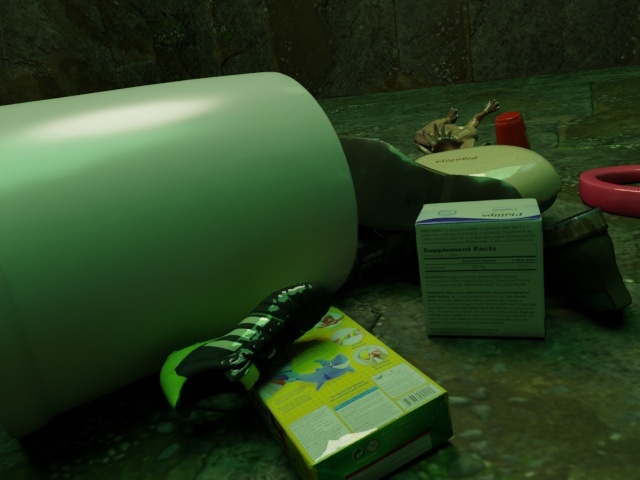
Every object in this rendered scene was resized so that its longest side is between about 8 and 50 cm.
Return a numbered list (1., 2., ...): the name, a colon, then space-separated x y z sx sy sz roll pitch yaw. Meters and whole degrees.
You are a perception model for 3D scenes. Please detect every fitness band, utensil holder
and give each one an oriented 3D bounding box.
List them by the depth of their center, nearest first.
1. utensil holder: -0.197 -0.015 0.636 0.386 0.327 0.328 -19 23 -28
2. fitness band: 0.562 -0.085 0.871 0.209 0.054 0.291 -28 26 -34

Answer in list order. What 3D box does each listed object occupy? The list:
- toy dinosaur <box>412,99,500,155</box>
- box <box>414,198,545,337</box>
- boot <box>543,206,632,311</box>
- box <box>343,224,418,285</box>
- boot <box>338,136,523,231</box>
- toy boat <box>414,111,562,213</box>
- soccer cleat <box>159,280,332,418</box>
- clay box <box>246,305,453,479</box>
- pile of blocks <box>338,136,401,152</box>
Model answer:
1. toy dinosaur: 0.279 -0.224 1.266 0.201 0.127 0.296 -24 19 -18
2. box: 0.175 0.030 0.607 0.126 0.137 0.072 -2 21 19
3. boot: 0.288 0.033 0.662 0.082 0.106 0.219 -23 -8 3
4. box: 0.046 -0.026 0.808 0.180 0.077 0.147 -20 53 -23
5. boot: 0.124 -0.058 0.745 0.306 0.112 0.115 21 6 28
6. toy boat: 0.280 -0.094 0.918 0.268 0.148 0.318 2 31 41
7. soccer cleat: -0.060 0.100 0.510 0.179 0.060 0.072 -30 35 -9
8. clay box: 0.003 0.135 0.525 0.128 0.053 0.222 -21 22 -20
9. pile of blocks: 0.089 -0.126 1.041 0.113 0.148 0.362 5 25 35
